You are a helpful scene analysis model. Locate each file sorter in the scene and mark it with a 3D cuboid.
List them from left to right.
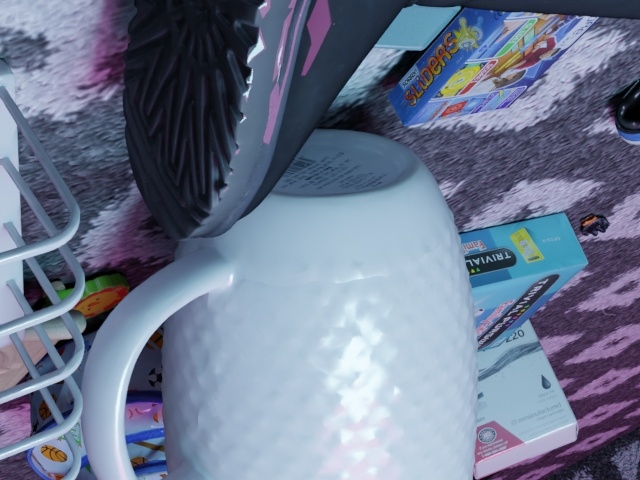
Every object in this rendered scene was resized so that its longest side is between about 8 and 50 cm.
[{"bbox_3d":[-0.270,0.054,0.832,0.193,0.173,0.277,-19,141,-27],"label":"file sorter"}]

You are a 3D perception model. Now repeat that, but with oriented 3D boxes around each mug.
[{"bbox_3d":[-0.035,0.097,1.026,0.374,0.276,0.328,-21,121,-39],"label":"mug"}]

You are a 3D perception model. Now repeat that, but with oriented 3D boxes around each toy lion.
[{"bbox_3d":[-0.239,0.065,1.205,0.096,0.034,0.100,-10,157,-46],"label":"toy lion"}]

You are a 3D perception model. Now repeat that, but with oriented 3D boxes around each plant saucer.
[{"bbox_3d":[0.024,-0.169,0.919,0.192,0.018,0.067,-3,151,-38],"label":"plant saucer"}]

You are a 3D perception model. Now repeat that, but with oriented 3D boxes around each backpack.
[{"bbox_3d":[-0.185,0.204,1.327,0.276,0.213,0.263,-36,130,27],"label":"backpack"}]

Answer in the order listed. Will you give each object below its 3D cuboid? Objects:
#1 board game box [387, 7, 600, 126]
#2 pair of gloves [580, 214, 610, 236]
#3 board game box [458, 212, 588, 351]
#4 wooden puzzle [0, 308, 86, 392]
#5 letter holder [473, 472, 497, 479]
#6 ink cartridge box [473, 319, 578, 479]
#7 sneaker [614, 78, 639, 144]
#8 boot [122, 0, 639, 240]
[{"bbox_3d":[0.161,-0.170,0.997,0.136,0.035,0.201,-13,158,-40],"label":"board game box"},{"bbox_3d":[0.337,-0.008,1.604,0.083,0.010,0.074,-35,154,22],"label":"pair of gloves"},{"bbox_3d":[0.127,0.085,1.529,0.336,0.079,0.254,-11,156,-25],"label":"board game box"},{"bbox_3d":[-0.430,0.125,1.108,0.322,0.080,0.348,0,154,-43],"label":"wooden puzzle"},{"bbox_3d":[0.100,0.273,1.780,0.152,0.214,0.302,-38,153,20],"label":"letter holder"},{"bbox_3d":[0.245,0.199,1.720,0.159,0.218,0.092,-22,153,0],"label":"ink cartridge box"},{"bbox_3d":[0.371,-0.146,1.244,0.152,0.058,0.084,-21,168,16],"label":"sneaker"},{"bbox_3d":[0.118,-0.168,0.799,0.445,0.146,0.367,-12,146,-31],"label":"boot"}]
